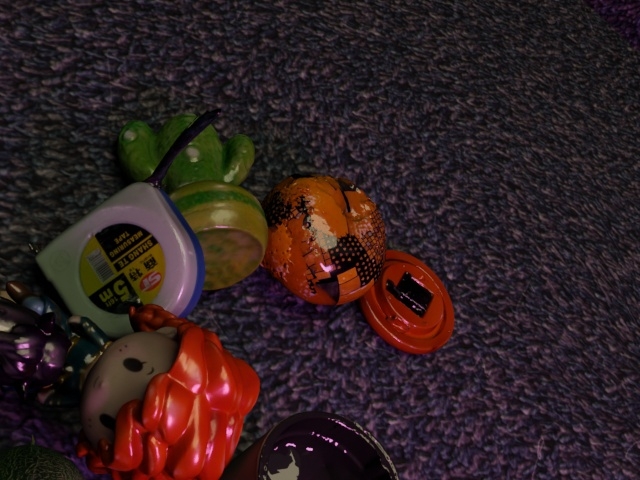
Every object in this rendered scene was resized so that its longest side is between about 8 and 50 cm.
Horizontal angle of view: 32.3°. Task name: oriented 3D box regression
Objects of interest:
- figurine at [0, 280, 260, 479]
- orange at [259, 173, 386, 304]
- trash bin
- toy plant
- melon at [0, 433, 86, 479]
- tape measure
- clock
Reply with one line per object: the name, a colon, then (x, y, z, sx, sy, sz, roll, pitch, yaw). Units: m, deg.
figurine: (-0.290, 0.164, 1.381, 0.412, 0.306, 0.241, 28, 69, -8)
orange: (0.000, 0.000, 1.830, 0.234, 0.182, 0.234, 32, 35, -25)
trash bin: (-0.050, 0.371, 1.444, 0.277, 0.262, 0.217, 48, 43, 4)
toy plant: (-0.196, -0.089, 1.762, 0.224, 0.184, 0.316, -7, 51, -17)
melon: (-0.348, 0.358, 1.284, 0.182, 0.182, 0.287, 21, 46, -25)
tape measure: (-0.221, -0.007, 1.566, 0.215, 0.351, 0.098, 55, 9, 11)
clock: (0.153, 0.106, 1.963, 0.205, 0.051, 0.205, 21, 48, -26)
